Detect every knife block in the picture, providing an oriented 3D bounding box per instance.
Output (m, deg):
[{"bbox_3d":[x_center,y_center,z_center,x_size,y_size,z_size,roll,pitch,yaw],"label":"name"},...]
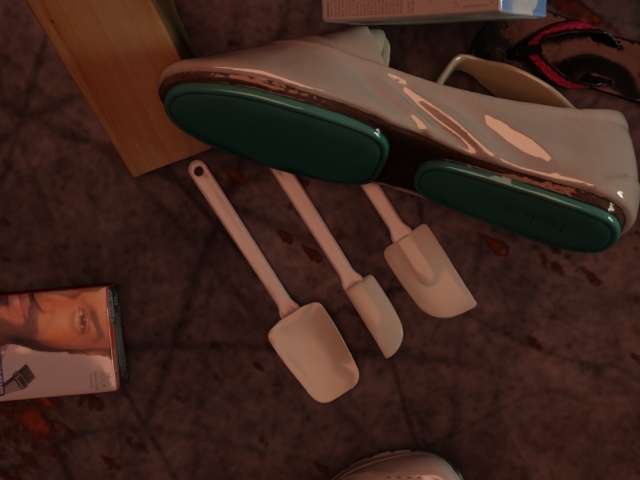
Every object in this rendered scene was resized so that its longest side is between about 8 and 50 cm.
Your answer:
[{"bbox_3d":[-0.177,-0.192,1.066,0.088,0.242,0.276,-20,91,6],"label":"knife block"}]

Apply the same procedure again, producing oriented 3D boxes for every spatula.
[{"bbox_3d":[0.000,0.000,1.173,0.168,0.019,0.242,-33,90,6],"label":"spatula"}]

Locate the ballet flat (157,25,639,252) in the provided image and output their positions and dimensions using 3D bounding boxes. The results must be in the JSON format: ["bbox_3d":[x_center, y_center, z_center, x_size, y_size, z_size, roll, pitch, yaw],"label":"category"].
[{"bbox_3d":[0.071,-0.102,1.113,0.400,0.139,0.139,16,94,-4],"label":"ballet flat"}]

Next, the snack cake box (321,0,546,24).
[{"bbox_3d":[0.083,-0.295,1.013,0.152,0.089,0.264,3,97,32],"label":"snack cake box"}]

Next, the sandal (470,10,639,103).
[{"bbox_3d":[0.216,-0.154,1.137,0.179,0.040,0.067,11,93,4],"label":"sandal"}]

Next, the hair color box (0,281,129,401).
[{"bbox_3d":[-0.257,0.090,1.180,0.167,0.053,0.093,-6,91,4],"label":"hair color box"}]

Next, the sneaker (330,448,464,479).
[{"bbox_3d":[-0.009,0.275,1.131,0.297,0.129,0.111,-31,88,4],"label":"sneaker"}]
